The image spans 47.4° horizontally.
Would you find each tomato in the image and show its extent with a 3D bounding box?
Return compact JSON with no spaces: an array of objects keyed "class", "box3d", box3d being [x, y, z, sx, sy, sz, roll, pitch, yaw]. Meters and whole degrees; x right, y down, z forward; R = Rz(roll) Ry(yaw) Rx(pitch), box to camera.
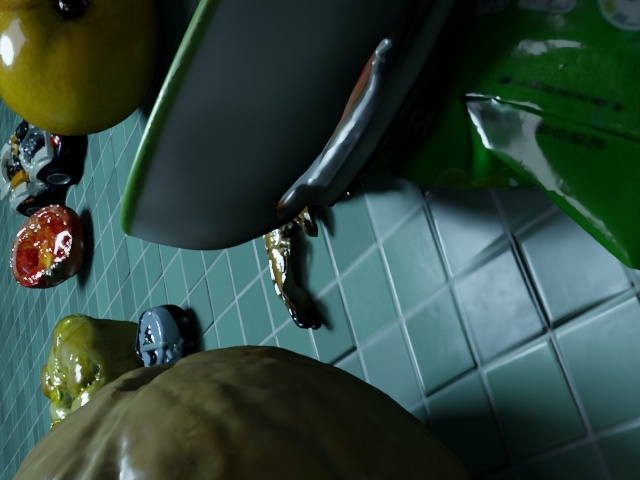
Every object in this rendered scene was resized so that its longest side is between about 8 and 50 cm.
[{"class":"tomato","box3d":[-0.469,0.016,1.307,0.159,0.091,0.139,-42,59,15]}]

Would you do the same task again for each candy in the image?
[{"class":"candy","box3d":[0.116,-0.075,0.382,0.203,0.078,0.141,25,108,52]}]

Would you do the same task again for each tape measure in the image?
[{"class":"tape measure","box3d":[-0.188,0.124,0.881,0.091,0.054,0.094,55,136,35]}]

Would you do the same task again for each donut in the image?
[{"class":"donut","box3d":[-0.282,0.218,0.957,0.209,0.128,0.262,-56,44,39]}]

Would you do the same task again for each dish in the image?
[{"class":"dish","box3d":[0.007,-0.121,0.456,0.324,0.124,0.324,-61,8,14]}]

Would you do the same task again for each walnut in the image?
[{"class":"walnut","box3d":[-0.035,0.226,0.421,0.332,0.332,0.333,-3,86,58]}]

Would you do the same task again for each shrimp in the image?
[{"class":"shrimp","box3d":[-0.003,0.000,0.604,0.195,0.035,0.148,-11,78,61]}]

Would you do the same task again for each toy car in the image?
[{"class":"toy car","box3d":[-0.540,-0.176,1.403,0.301,0.118,0.193,-35,58,51]}]

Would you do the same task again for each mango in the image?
[{"class":"mango","box3d":[-0.338,-0.283,0.988,0.378,0.221,0.264,-144,57,-63]}]
